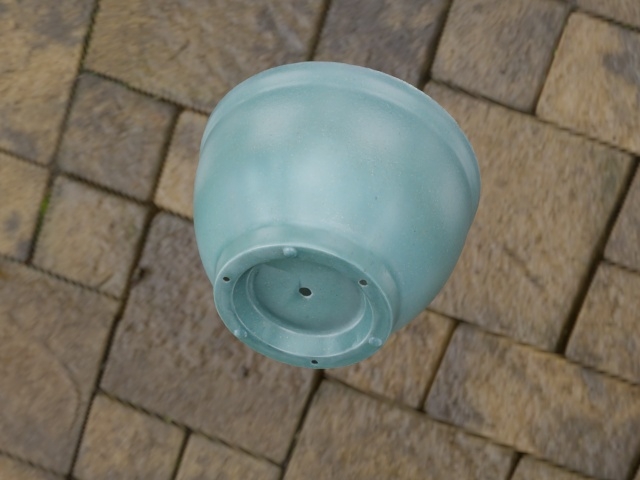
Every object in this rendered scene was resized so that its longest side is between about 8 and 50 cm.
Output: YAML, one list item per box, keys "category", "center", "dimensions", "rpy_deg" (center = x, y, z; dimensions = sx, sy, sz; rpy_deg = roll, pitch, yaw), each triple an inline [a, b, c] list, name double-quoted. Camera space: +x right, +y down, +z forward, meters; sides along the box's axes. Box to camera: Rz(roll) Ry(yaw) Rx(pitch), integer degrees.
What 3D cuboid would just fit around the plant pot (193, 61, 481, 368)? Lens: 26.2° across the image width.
- category: "plant pot"
  center: [0.000, 0.000, 1.351]
  dimensions: [0.293, 0.196, 0.293]
  rpy_deg: [8, 136, 8]
